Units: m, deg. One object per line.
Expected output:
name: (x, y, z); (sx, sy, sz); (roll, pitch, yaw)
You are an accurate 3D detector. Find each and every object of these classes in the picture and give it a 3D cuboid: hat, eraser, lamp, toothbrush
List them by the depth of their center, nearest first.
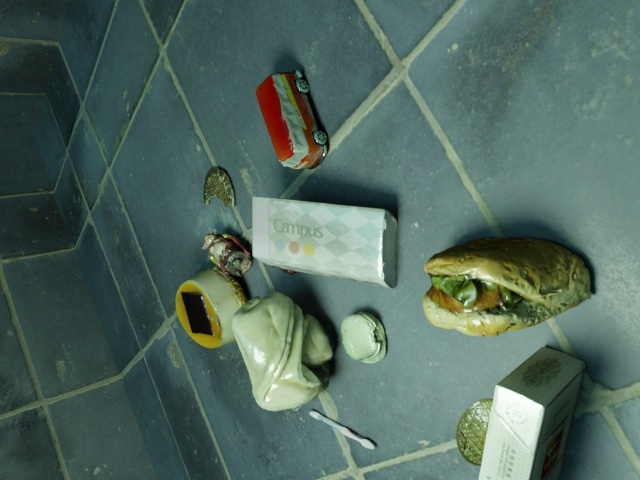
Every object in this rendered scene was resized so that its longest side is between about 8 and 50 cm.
hat: (0.376, 0.429, 1.173); (0.146, 0.067, 0.146); (-40, 30, 30)
eraser: (0.001, 0.000, 1.382); (0.397, 0.082, 0.213); (8, 105, 31)
toothbrush: (0.060, 0.553, 1.574); (0.269, 0.027, 0.021); (12, 73, 46)
lamp: (-0.327, 0.026, 1.805); (0.253, 0.118, 0.118); (39, 127, 42)

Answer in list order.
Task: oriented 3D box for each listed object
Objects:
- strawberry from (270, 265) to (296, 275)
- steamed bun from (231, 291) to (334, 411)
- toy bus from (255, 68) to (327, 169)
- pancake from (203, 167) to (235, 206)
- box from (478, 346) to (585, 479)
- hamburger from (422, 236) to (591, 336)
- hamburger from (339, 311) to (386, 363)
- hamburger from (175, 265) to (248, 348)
strawberry: (-0.108, 0.009, 1.561); (0.175, 0.107, 0.236); (45, 129, 30)
steamed bun: (-0.083, 0.304, 1.515); (0.394, 0.238, 0.346); (72, -178, -45)
toy bus: (-0.081, -0.318, 1.437); (0.121, 0.120, 0.265); (-28, 78, 49)
pancake: (-0.350, -0.163, 1.854); (0.190, 0.020, 0.184); (50, 131, 29)
box: (0.393, 0.393, 1.020); (0.095, 0.210, 0.330); (17, 112, 40)
hamburger: (0.318, 0.089, 1.036); (0.330, 0.209, 0.162); (-1, 100, 46)
hamburger: (0.111, 0.257, 1.416); (0.133, 0.062, 0.140); (2, 99, 47)
hamburger: (-0.360, 0.228, 1.843); (0.294, 0.179, 0.276); (-5, 105, 43)
